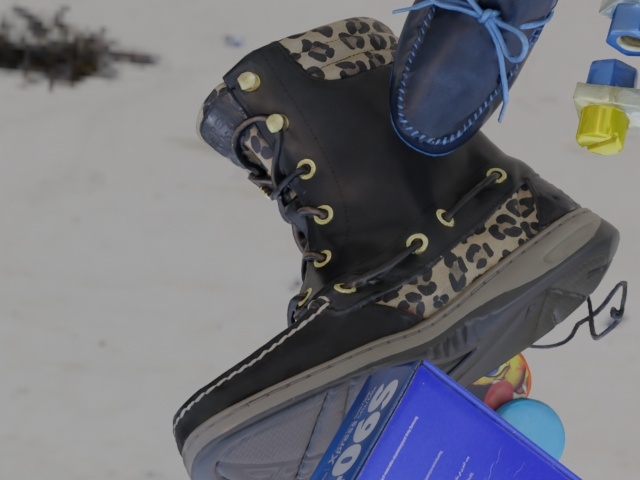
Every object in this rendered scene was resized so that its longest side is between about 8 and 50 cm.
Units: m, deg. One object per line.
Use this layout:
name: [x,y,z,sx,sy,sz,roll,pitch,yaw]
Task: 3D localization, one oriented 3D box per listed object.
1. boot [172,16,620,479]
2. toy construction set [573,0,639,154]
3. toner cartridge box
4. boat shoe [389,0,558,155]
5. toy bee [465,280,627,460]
boot: [0.000,0.000,1.389,0.377,0.284,0.138,-29,154,-22]
toy construction set: [0.323,-0.091,1.051,0.328,0.151,0.215,5,161,-9]
toner cartridge box: [0.025,0.258,1.090,0.165,0.348,0.075,38,155,-13]
boat shoe: [0.120,-0.185,1.322,0.109,0.258,0.089,23,175,-4]
toy bee: [0.136,0.150,1.687,0.162,0.298,0.195,26,151,-7]
